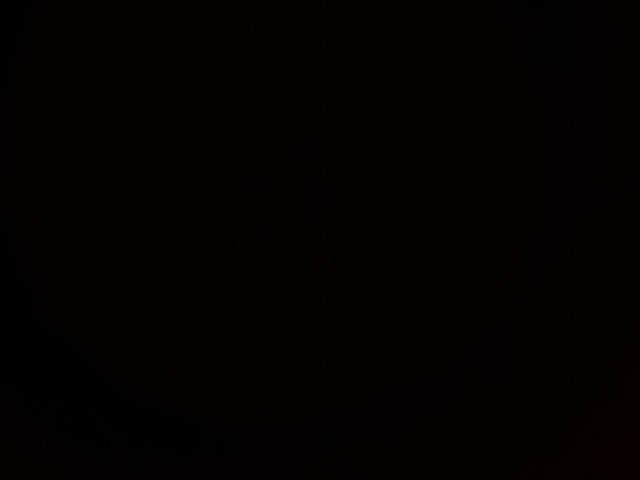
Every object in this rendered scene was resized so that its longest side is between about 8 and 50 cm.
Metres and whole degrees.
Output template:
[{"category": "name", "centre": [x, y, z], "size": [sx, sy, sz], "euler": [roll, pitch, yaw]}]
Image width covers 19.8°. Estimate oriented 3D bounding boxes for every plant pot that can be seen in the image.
[{"category": "plant pot", "centre": [0.000, 0.000, 0.483], "size": [0.275, 0.275, 0.243], "euler": [20, -171, -13]}]
